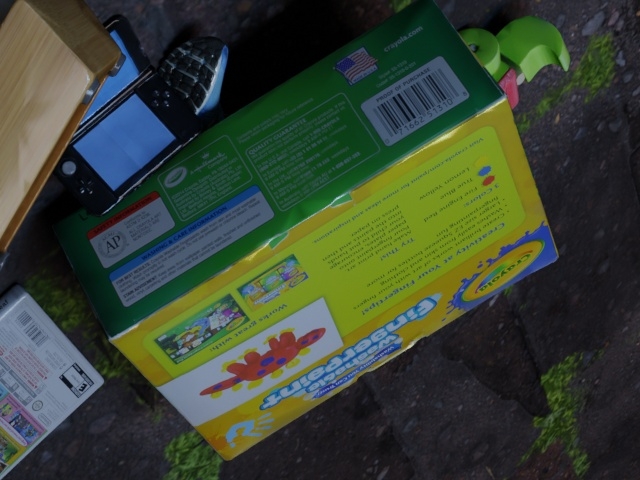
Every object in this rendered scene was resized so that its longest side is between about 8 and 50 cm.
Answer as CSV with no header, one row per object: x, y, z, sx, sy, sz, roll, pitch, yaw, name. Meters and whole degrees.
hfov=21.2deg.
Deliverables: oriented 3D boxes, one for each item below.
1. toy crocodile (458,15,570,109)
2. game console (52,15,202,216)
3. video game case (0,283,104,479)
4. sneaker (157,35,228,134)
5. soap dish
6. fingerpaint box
0.146,-0.140,1.988,0.340,0.105,0.115,-39,145,-15,toy crocodile
-0.201,-0.116,1.627,0.144,0.124,0.085,-41,173,-12,game console
-0.341,0.164,1.792,0.193,0.023,0.212,-44,147,-10,video game case
-0.127,-0.141,1.721,0.073,0.063,0.162,-27,150,-46,sneaker
-0.282,-0.077,1.447,0.291,0.118,0.229,-58,-174,10,soap dish
0.000,0.000,1.797,0.444,0.163,0.371,-32,150,0,fingerpaint box
